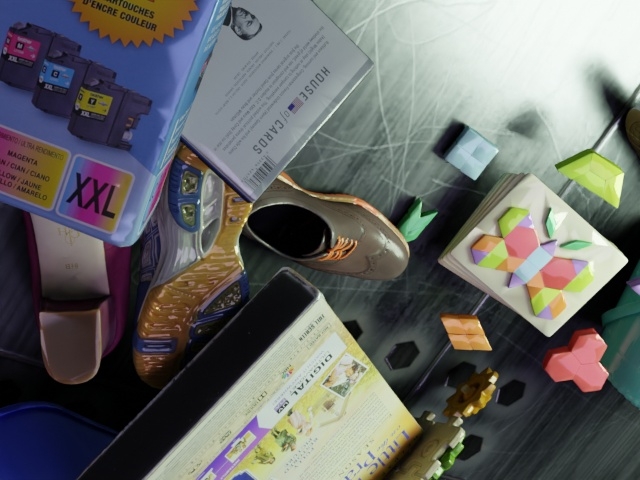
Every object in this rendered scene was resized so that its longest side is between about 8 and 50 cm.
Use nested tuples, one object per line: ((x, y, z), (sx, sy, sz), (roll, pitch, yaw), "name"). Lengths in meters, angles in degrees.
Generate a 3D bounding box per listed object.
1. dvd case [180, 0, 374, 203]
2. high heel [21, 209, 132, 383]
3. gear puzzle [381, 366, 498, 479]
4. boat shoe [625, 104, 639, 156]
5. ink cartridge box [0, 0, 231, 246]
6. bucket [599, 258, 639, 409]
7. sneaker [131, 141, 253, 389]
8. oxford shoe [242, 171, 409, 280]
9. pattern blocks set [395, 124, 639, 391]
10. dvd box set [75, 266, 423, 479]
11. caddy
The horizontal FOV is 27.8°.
((-0.092, -0.178, 1.180), (0.238, 0.029, 0.179), (43, 81, -15), "dvd case")
((-0.238, -0.058, 1.274), (0.127, 0.181, 0.377), (7, 102, -7), "high heel")
((0.112, 0.291, 1.609), (0.044, 0.175, 0.339), (44, 74, -13), "gear puzzle")
((0.453, -0.101, 1.567), (0.096, 0.098, 0.277), (-41, 140, 5), "boat shoe")
((-0.201, -0.231, 1.031), (0.269, 0.151, 0.396), (21, 110, -6), "ink cartridge box")
((0.495, 0.124, 1.637), (0.281, 0.281, 0.183), (13, 117, -33), "bucket")
((-0.135, 0.004, 1.310), (0.111, 0.131, 0.297), (3, 114, -28), "sneaker")
((0.000, 0.000, 1.400), (0.271, 0.098, 0.097), (21, 111, -35), "oxford shoe")
((0.249, 0.021, 1.508), (0.324, 0.026, 0.285), (24, 109, -11), "pattern blocks set")
((-0.055, 0.237, 1.428), (0.307, 0.062, 0.420), (-46, 147, -6), "dvd box set")
((-0.311, 0.309, 1.409), (0.241, 0.179, 0.341), (-49, 147, -1), "caddy")
